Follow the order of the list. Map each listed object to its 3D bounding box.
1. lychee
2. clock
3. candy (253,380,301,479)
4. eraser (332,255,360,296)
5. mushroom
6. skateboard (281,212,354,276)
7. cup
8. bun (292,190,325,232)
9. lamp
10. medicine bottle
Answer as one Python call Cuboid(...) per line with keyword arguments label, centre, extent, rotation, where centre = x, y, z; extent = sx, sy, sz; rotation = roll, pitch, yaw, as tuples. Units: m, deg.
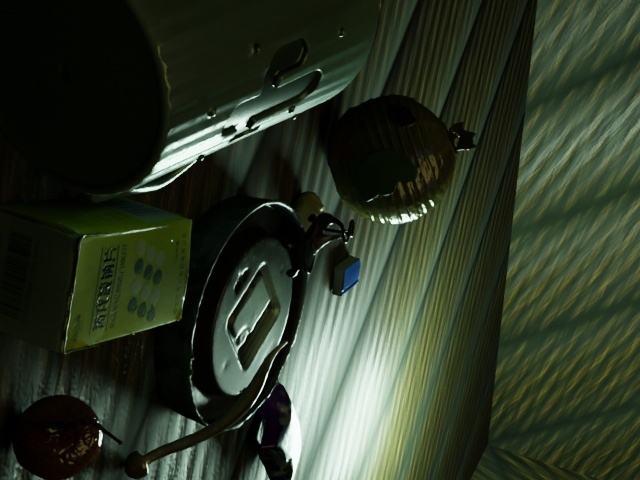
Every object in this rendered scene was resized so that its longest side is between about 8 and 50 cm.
Cuboid(label="lychee", centre=(-0.312, 0.234, 1.225), extent=(0.140, 0.114, 0.101), rotation=(-57, -160, 32))
Cuboid(label="clock", centre=(-0.137, 0.114, 1.631), extent=(0.386, 0.077, 0.386), rotation=(13, 90, -68))
Cuboid(label="candy", centre=(-0.079, 0.394, 1.954), extent=(0.275, 0.070, 0.145), rotation=(76, 27, -46))
Cuboid(label="eraser", centre=(0.055, 0.075, 2.130), extent=(0.085, 0.027, 0.063), rotation=(-34, 132, -59))
Cuboid(label="mushroom", centre=(-0.159, 0.260, 1.505), extent=(0.306, 0.043, 0.068), rotation=(-36, 154, -4))
Cuboid(label="skateboard", centre=(0.000, 0.000, 1.681), extent=(0.151, 0.080, 0.067), rotation=(-53, 142, -49))
Cuboid(label="cup", centre=(-0.148, -0.204, 1.126), extent=(0.392, 0.310, 0.400), rotation=(-40, 137, -48))
Cuboid(label="bun", centre=(-0.018, -0.044, 1.847), extent=(0.086, 0.055, 0.086), rotation=(14, 90, -69))
Cuboid(label="lamp", centre=(0.156, -0.156, 1.891), extent=(0.250, 0.284, 0.250), rotation=(-17, 90, -82))
Cuboid(label="medicine bottle", centre=(-0.270, 0.029, 1.178), extent=(0.250, 0.141, 0.137), rotation=(-12, 118, -66))
